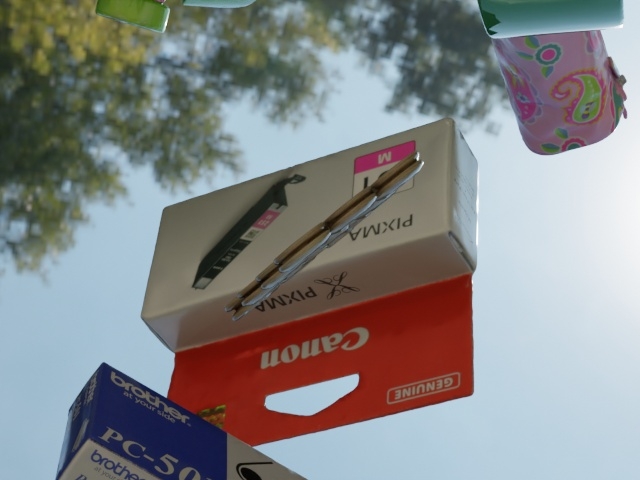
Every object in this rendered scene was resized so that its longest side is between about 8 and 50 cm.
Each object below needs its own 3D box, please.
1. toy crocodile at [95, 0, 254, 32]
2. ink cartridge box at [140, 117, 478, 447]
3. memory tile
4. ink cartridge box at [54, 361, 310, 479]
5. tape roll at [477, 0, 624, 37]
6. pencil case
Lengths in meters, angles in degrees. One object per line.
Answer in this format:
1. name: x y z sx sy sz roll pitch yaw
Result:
1. toy crocodile: -0.220 -0.268 1.331 0.340 0.115 0.105 16 -176 -12
2. ink cartridge box: -0.013 0.040 1.170 0.275 0.060 0.239 -16 -138 22
3. memory tile: 0.000 0.000 0.901 0.113 0.148 0.012 -37 -92 -25
4. ink cartridge box: -0.061 0.162 0.923 0.207 0.046 0.097 32 -162 -15
5. tape roll: 0.117 -0.272 0.802 0.077 0.321 0.321 -2 -141 11
6. pencil case: 0.223 -0.212 1.477 0.124 0.284 0.124 -14 -135 14
